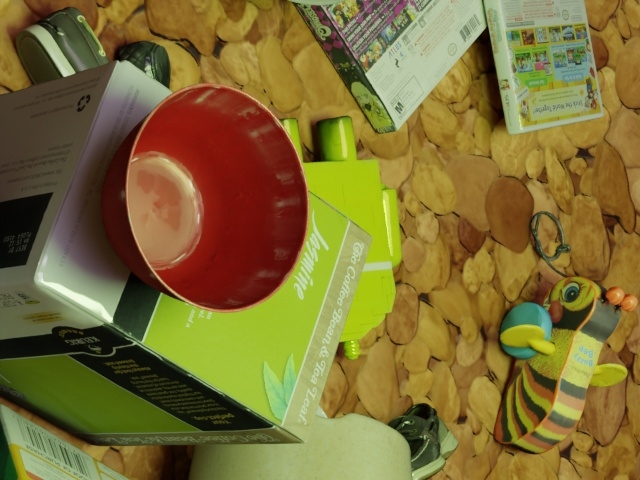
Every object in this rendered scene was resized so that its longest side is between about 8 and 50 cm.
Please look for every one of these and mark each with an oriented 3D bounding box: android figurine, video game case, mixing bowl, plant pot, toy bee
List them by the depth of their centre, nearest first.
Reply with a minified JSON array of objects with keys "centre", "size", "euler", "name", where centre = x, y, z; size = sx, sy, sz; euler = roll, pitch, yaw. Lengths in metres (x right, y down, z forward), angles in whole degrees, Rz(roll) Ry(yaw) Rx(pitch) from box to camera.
[{"centre":[-0.107,-0.028,1.496],"size":[0.181,0.098,0.182],"euler":[7,79,-39],"name":"mixing bowl"},{"centre":[-0.024,0.340,1.854],"size":[0.333,0.333,0.306],"euler":[24,59,-38],"name":"plant pot"},{"centre":[0.000,0.000,2.065],"size":[0.248,0.056,0.273],"euler":[-7,89,-43],"name":"android figurine"},{"centre":[0.086,-0.275,2.184],"size":[0.232,0.041,0.210],"euler":[-50,117,-34],"name":"video game case"},{"centre":[0.296,0.107,2.252],"size":[0.195,0.162,0.298],"euler":[-2,86,-41],"name":"toy bee"},{"centre":[0.279,-0.244,2.340],"size":[0.227,0.026,0.206],"euler":[-14,94,-55],"name":"video game case"}]

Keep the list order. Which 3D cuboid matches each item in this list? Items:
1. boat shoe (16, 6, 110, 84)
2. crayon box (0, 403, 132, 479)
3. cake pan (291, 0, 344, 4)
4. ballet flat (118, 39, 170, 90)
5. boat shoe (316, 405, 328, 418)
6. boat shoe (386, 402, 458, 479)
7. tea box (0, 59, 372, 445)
[{"centre":[-0.217,-0.124,1.865],"size":[0.068,0.081,0.228],"euler":[-38,107,-33],"name":"boat shoe"},{"centre":[-0.209,0.305,1.678],"size":[0.203,0.323,0.083],"euler":[36,101,-33],"name":"crayon box"},{"centre":[-0.043,-0.390,2.045],"size":[0.293,0.054,0.293],"euler":[11,70,-33],"name":"cake pan"},{"centre":[-0.181,-0.120,1.933],"size":[0.057,0.049,0.173],"euler":[-2,92,-65],"name":"ballet flat"},{"centre":[-0.038,0.168,2.009],"size":[0.184,0.066,0.063],"euler":[53,40,-22],"name":"boat shoe"},{"centre":[0.097,0.231,2.075],"size":[0.073,0.080,0.223],"euler":[58,16,2],"name":"boat shoe"},{"centre":[-0.194,0.030,1.701],"size":[0.323,0.329,0.220],"euler":[36,62,-35],"name":"tea box"}]
